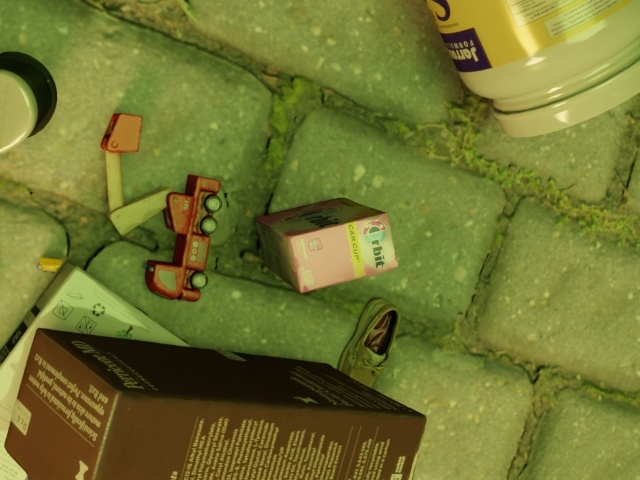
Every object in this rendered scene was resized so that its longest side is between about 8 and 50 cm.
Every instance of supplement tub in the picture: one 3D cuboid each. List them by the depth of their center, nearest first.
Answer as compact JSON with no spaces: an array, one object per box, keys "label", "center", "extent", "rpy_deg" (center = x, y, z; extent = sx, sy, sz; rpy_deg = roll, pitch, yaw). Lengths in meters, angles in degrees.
[{"label":"supplement tub","center":[0.234,-0.310,1.125],"extent":[0.241,0.241,0.331],"rpy_deg":[-33,106,-17]}]

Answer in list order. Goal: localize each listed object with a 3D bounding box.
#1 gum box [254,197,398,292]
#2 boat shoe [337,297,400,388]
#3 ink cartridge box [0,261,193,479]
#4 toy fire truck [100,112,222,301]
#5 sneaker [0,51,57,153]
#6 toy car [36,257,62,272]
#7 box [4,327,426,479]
[{"label":"gum box","center":[0.000,0.000,1.091],"extent":[0.107,0.188,0.062],"rpy_deg":[-14,101,-13]},{"label":"boat shoe","center":[0.059,0.136,1.202],"extent":[0.050,0.045,0.135],"rpy_deg":[18,88,-23]},{"label":"ink cartridge box","center":[-0.297,0.203,1.051],"extent":[0.165,0.065,0.332],"rpy_deg":[40,78,-22]},{"label":"toy fire truck","center":[-0.180,-0.034,1.084],"extent":[0.135,0.047,0.192],"rpy_deg":[10,92,-23]},{"label":"sneaker","center":[-0.388,-0.107,0.968],"extent":[0.296,0.147,0.104],"rpy_deg":[-13,104,10]},{"label":"toy car","center":[-0.328,0.056,1.034],"extent":[0.122,0.040,0.060],"rpy_deg":[-8,77,-20]},{"label":"box","center":[-0.098,0.197,1.014],"extent":[0.381,0.191,0.143],"rpy_deg":[11,97,-40]}]
